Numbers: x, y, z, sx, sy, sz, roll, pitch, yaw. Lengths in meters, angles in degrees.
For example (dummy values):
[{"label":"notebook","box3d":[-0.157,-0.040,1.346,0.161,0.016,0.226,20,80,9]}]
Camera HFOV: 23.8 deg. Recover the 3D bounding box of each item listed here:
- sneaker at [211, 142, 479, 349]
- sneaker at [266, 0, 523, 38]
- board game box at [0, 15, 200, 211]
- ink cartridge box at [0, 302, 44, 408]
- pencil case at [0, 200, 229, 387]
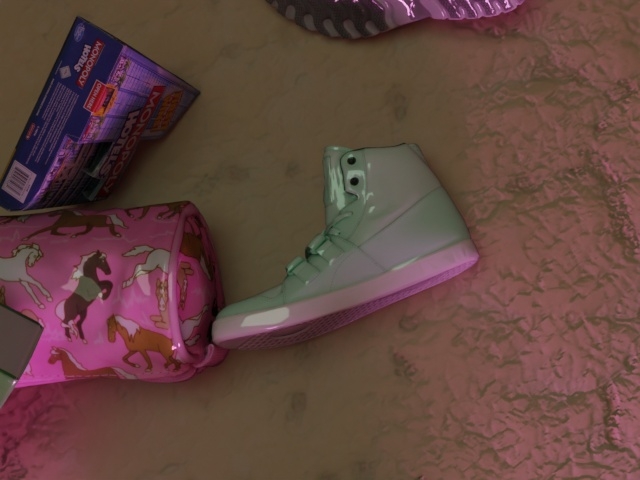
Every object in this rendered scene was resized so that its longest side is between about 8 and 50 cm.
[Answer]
[{"label":"sneaker","box3d":[0.000,0.000,1.390,0.256,0.094,0.151,-22,78,-11]},{"label":"sneaker","box3d":[0.072,-0.267,1.462,0.281,0.105,0.115,3,45,18]},{"label":"board game box","box3d":[-0.201,-0.112,1.445,0.060,0.194,0.194,33,107,17]},{"label":"ink cartridge box","box3d":[-0.361,0.131,1.333,0.153,0.087,0.208,28,123,-12]},{"label":"pencil case","box3d":[-0.281,0.062,1.425,0.386,0.167,0.160,-7,33,11]}]
